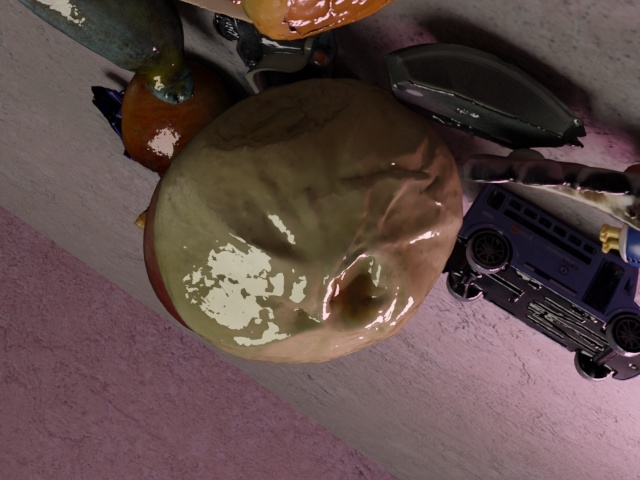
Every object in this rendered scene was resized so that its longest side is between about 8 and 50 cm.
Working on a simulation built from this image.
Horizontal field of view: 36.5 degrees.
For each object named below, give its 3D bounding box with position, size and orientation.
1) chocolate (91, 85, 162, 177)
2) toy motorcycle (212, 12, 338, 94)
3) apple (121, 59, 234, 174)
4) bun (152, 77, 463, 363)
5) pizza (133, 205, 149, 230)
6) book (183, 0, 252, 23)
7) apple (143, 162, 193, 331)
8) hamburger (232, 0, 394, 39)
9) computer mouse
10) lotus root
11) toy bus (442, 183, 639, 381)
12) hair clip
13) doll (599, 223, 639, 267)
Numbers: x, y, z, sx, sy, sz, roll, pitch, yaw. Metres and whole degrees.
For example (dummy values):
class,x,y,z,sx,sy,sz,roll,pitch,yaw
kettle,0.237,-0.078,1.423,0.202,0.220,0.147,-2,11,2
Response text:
class,x,y,z,sx,sy,sz,roll,pitch,yaw
chocolate,-0.257,-0.137,1.641,0.343,0.126,0.148,40,-159,-13
toy motorcycle,-0.023,-0.197,1.171,0.157,0.091,0.263,10,155,30
apple,-0.201,-0.175,1.424,0.173,0.160,0.195,6,163,6
bun,0.004,0.003,1.090,0.364,0.364,0.202,45,-173,-34
pizza,-0.217,-0.002,1.757,0.323,0.089,0.223,35,-159,-37
book,-0.169,-0.275,0.995,0.217,0.021,0.310,11,-163,-32
apple,-0.085,-0.018,1.360,0.269,0.345,0.345,62,161,5
hamburger,0.010,-0.255,0.791,0.108,0.214,0.214,57,165,12
computer mouse,0.174,-0.153,1.004,0.231,0.071,0.126,20,174,-2
lotus root,-0.262,-0.300,1.203,0.322,0.140,0.158,36,179,-31
toy bus,0.298,0.055,1.233,0.292,0.133,0.125,32,156,7
hair clip,0.271,-0.056,0.998,0.257,0.075,0.146,17,-163,18
doll,0.390,0.008,1.099,0.143,0.057,0.099,14,150,29
